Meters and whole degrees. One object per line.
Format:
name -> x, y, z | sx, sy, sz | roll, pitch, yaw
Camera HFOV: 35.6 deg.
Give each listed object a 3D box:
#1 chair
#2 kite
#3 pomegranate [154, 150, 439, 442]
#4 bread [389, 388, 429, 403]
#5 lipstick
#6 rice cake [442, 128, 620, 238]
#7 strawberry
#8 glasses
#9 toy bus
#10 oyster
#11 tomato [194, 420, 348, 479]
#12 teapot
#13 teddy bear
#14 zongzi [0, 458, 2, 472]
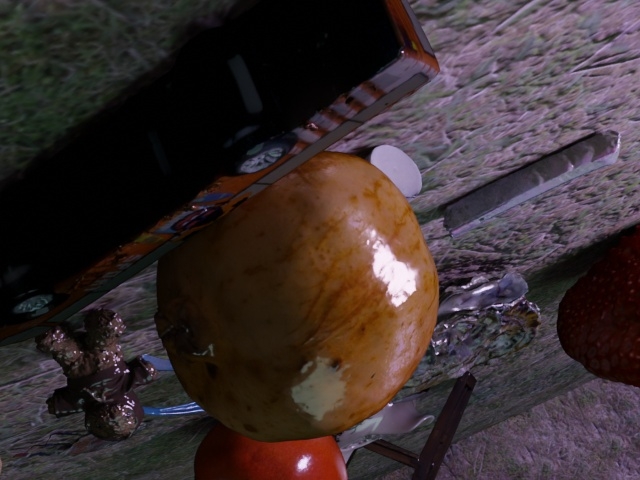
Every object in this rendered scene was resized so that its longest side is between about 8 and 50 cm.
chair -> 0.148, 0.443, 2.168 | 0.241, 0.416, 0.203 | 20, 171, 19
kite -> -0.346, 0.293, 1.453 | 0.127, 0.016, 0.229 | -31, 162, 18
pomegranate -> -0.024, 0.043, 0.794 | 0.248, 0.248, 0.248 | -19, 161, -7
bread -> 0.078, 0.210, 1.584 | 0.269, 0.095, 0.139 | 1, 152, -18
lipstick -> 0.000, 0.000, 0.962 | 0.059, 0.059, 0.264 | -5, 155, -39
rice cake -> 0.229, -0.060, 1.079 | 0.211, 0.034, 0.043 | -26, 164, 12
strawberry -> 0.521, 0.100, 1.504 | 0.351, 0.267, 0.312 | -15, -162, 33
glasses -> -0.150, 0.165, 1.285 | 0.221, 0.088, 0.190 | 14, 146, -27
toy bus -> -0.111, -0.044, 0.674 | 0.409, 0.093, 0.092 | -30, 166, 25
oyster -> 0.143, 0.131, 1.378 | 0.351, 0.158, 0.162 | -11, 117, -9
tomato -> -0.081, 0.391, 1.635 | 0.224, 0.256, 0.256 | -42, 180, -45
teapot -> 0.064, 0.330, 1.789 | 0.208, 0.166, 0.299 | -17, 154, -51
teddy bear -> -0.234, 0.135, 1.037 | 0.119, 0.078, 0.160 | -17, 122, -7
zongzi -> -0.482, 0.270, 1.154 | 0.176, 0.078, 0.160 | -30, 155, 31
